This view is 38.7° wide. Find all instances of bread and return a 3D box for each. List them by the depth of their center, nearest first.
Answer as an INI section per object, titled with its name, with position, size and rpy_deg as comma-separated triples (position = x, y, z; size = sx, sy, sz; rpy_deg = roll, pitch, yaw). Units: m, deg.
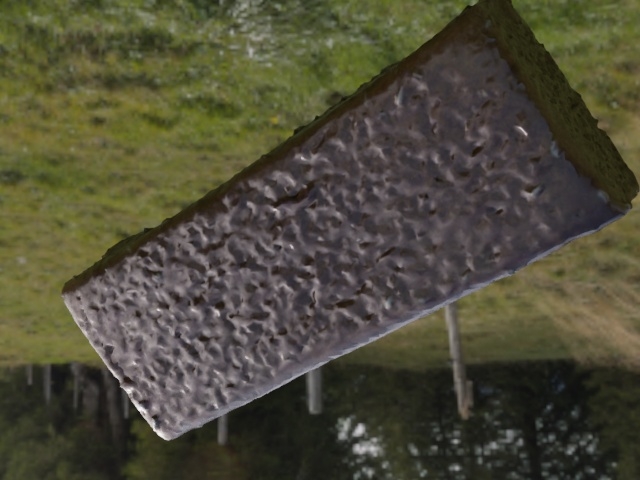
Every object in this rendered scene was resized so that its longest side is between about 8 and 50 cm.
[bread]
position = 0.000, 0.000, 0.659
size = 0.417, 0.165, 0.113
rpy_deg = -29, -171, 31
